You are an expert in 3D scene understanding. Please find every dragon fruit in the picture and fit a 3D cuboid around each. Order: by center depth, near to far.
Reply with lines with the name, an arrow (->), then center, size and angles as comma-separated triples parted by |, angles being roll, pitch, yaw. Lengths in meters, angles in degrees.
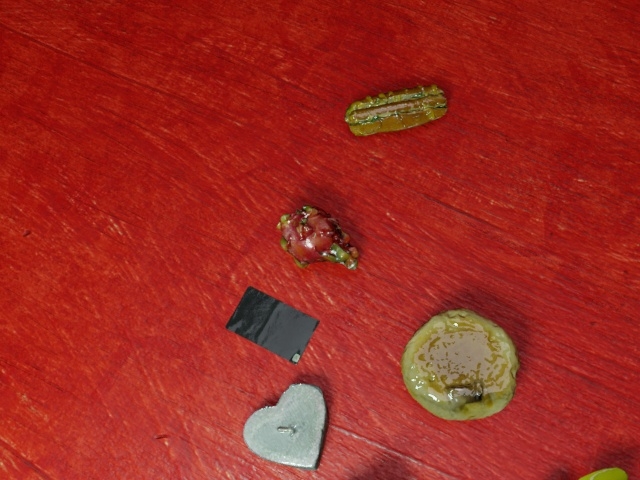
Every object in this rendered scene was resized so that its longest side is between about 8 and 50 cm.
dragon fruit -> 0.000, 0.000, 1.473 | 0.207, 0.133, 0.150 | 32, 66, 5

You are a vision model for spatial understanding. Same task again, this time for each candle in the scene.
candle -> -0.055, 0.405, 1.347 | 0.192, 0.068, 0.169 | -32, 66, -7

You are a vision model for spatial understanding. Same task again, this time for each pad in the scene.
pad -> -0.111, 0.192, 1.471 | 0.193, 0.004, 0.116 | 25, 71, 14

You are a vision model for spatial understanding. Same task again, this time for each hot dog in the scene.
hot dog -> 0.193, -0.328, 1.627 | 0.268, 0.072, 0.115 | -15, 76, -3

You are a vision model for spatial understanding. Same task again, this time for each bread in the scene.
bread -> 0.293, 0.266, 1.348 | 0.244, 0.134, 0.245 | -2, 71, 5

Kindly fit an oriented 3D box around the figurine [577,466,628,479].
figurine -> 0.553, 0.618, 1.142 | 0.204, 0.283, 0.338 | -39, 24, 17
